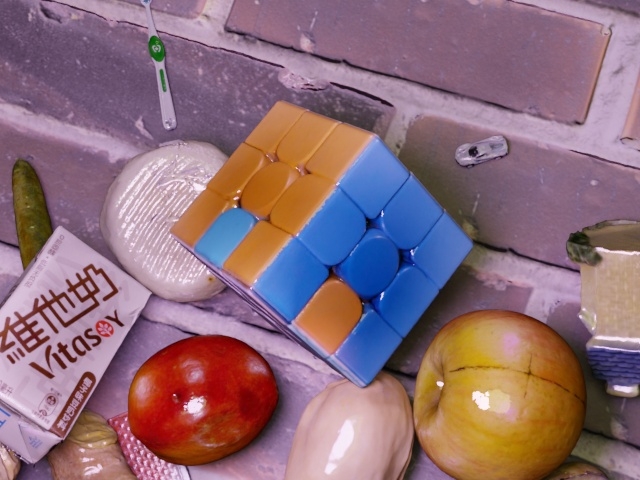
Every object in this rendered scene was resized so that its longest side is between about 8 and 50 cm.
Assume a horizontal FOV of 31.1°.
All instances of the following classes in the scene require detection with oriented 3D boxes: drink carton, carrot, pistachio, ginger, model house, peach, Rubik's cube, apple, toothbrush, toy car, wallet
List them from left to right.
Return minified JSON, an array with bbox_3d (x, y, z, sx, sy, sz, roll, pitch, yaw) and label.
[{"bbox_3d":[-0.486,0.014,1.997,0.074,0.074,0.358,-18,72,0],"label":"carrot"},{"bbox_3d":[-0.429,0.162,1.815,0.194,0.132,0.324,38,47,-13],"label":"drink carton"},{"bbox_3d":[-0.350,0.402,1.842,0.190,0.126,0.354,-43,64,27],"label":"ginger"},{"bbox_3d":[-0.276,0.368,1.902,0.103,0.020,0.196,-23,74,-1],"label":"wallet"},{"bbox_3d":[-0.299,-0.341,2.108,0.030,0.030,0.304,-12,76,1],"label":"toothbrush"},{"bbox_3d":[-0.184,0.250,1.816,0.243,0.243,0.199,-20,88,-1],"label":"peach"},{"bbox_3d":[0.000,0.000,1.783,0.291,0.290,0.291,-52,36,-8],"label":"Rubik's cube"},{"bbox_3d":[0.042,0.345,1.798,0.188,0.187,0.299,18,84,10],"label":"pistachio"},{"bbox_3d":[0.279,-0.155,2.000,0.093,0.025,0.041,-16,72,0],"label":"toy car"},{"bbox_3d":[0.275,0.242,1.760,0.233,0.286,0.286,15,75,-13],"label":"apple"},{"bbox_3d":[0.561,0.114,1.818,0.321,0.261,0.266,3,99,23],"label":"model house"}]

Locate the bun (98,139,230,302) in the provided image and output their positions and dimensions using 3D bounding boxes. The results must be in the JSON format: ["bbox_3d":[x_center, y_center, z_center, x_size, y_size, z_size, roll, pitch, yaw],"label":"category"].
[{"bbox_3d":[-0.230,-0.035,1.943,0.273,0.168,0.272,0,86,2],"label":"bun"}]

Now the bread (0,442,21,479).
[{"bbox_3d":[-0.663,0.427,1.823,0.389,0.236,0.183,-41,91,-15],"label":"bread"}]

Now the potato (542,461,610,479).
[{"bbox_3d":[0.356,0.416,1.790,0.200,0.081,0.164,-29,117,-8],"label":"potato"}]
